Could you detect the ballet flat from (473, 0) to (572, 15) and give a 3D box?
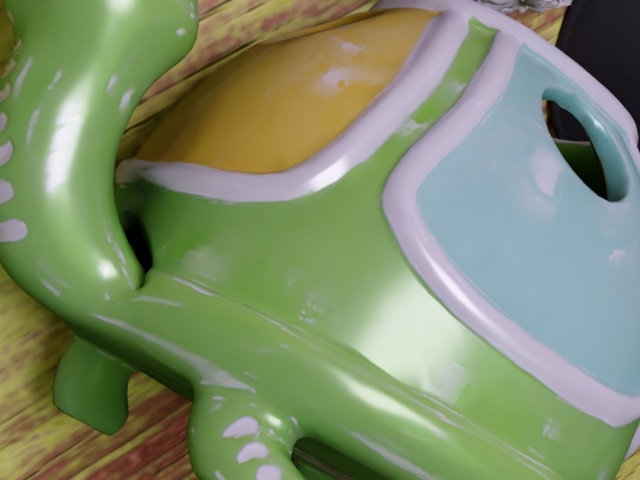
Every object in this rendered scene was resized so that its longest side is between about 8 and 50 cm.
[{"bbox_3d":[0.041,-0.163,0.602,0.409,0.147,0.147,7,111,-42],"label":"ballet flat"}]

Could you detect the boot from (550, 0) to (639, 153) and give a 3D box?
[{"bbox_3d":[0.247,-0.071,0.867,0.229,0.091,0.263,-32,122,-35],"label":"boot"}]

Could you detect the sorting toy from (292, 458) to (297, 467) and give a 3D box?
[{"bbox_3d":[0.075,0.128,0.871,0.229,0.041,0.307,-1,116,-38],"label":"sorting toy"}]

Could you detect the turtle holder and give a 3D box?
[{"bbox_3d":[0.002,0.005,0.635,0.320,0.243,0.227,29,79,-3],"label":"turtle holder"}]
